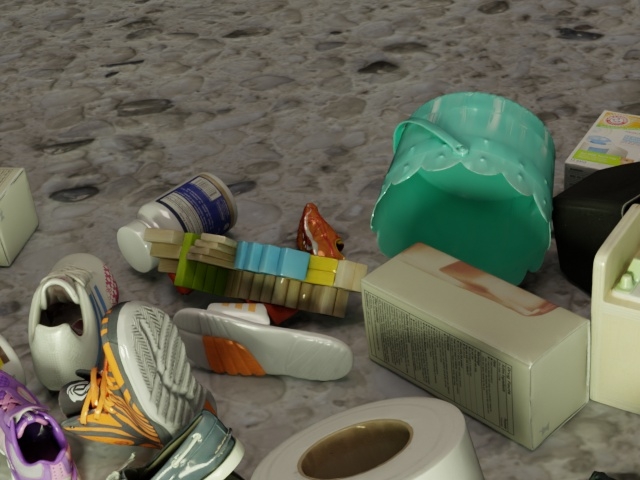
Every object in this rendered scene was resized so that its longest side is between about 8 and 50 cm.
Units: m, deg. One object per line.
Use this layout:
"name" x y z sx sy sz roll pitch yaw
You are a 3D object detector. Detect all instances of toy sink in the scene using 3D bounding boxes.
"toy sink" 0.441 0.094 1.535 0.131 0.234 0.153 15 37 29

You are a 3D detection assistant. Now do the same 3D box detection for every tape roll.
"tape roll" 0.064 0.298 1.273 0.246 0.169 0.246 -18 13 4

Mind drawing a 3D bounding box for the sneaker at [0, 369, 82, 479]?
"sneaker" -0.385 0.237 1.514 0.095 0.104 0.236 -28 58 -29

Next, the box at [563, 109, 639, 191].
"box" 0.494 -0.124 1.979 0.114 0.103 0.203 14 38 28

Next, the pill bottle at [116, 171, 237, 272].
"pill bottle" -0.238 -0.027 1.945 0.112 0.112 0.187 23 43 37

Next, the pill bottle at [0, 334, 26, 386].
"pill bottle" -0.521 0.215 1.615 0.117 0.117 0.215 24 44 38

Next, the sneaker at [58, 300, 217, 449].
"sneaker" -0.253 0.184 1.456 0.180 0.321 0.124 1 53 14

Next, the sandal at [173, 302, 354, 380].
"sandal" -0.078 0.141 1.684 0.265 0.102 0.076 10 34 9

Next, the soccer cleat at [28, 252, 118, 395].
"soccer cleat" -0.369 0.086 1.764 0.116 0.143 0.331 -8 33 -3

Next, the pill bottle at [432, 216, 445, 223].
"pill bottle" 0.157 -0.039 1.937 0.067 0.067 0.120 -24 37 -25

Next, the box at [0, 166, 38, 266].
"box" -0.665 -0.045 2.034 0.311 0.121 0.148 2 34 13

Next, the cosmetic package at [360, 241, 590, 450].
"cosmetic package" 0.206 0.134 1.589 0.129 0.153 0.296 -31 42 -32

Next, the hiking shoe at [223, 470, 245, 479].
"hiking shoe" -0.096 0.315 1.392 0.086 0.114 0.227 -21 36 -23

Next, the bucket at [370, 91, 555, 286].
"bucket" 0.220 -0.074 1.758 0.281 0.281 0.183 4 49 16

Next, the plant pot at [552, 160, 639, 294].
"plant pot" 0.455 -0.016 1.767 0.187 0.188 0.167 -29 26 -31

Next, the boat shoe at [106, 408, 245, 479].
"boat shoe" -0.208 0.294 1.385 0.254 0.079 0.095 -36 14 12

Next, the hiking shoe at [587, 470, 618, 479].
"hiking shoe" 0.340 0.373 1.271 0.132 0.113 0.304 24 26 -9

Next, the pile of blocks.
"pile of blocks" -0.112 0.061 1.773 0.362 0.112 0.149 8 -7 25

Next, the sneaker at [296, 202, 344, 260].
"sneaker" 0.000 0.000 1.927 0.067 0.064 0.175 7 35 -17
